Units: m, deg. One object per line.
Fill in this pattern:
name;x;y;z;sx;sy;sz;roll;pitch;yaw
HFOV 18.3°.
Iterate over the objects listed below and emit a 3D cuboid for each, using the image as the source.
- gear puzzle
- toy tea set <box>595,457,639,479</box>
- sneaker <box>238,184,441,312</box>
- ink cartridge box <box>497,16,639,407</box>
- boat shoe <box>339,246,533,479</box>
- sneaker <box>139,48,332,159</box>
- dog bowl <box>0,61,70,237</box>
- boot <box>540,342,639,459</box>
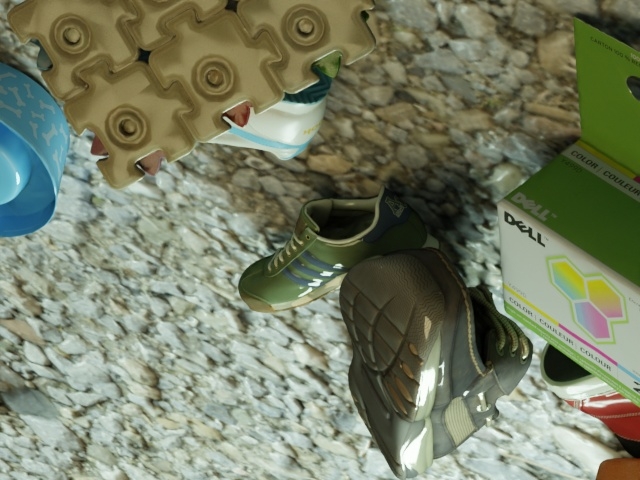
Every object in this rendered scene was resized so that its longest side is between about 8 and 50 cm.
gear puzzle;-0.055;-0.182;1.440;0.339;0.044;0.175;-27;102;20
toy tea set;0.375;0.266;1.698;0.336;0.124;0.200;1;165;25
sneaker;0.000;0.000;1.672;0.192;0.064;0.086;-14;129;30
ink cartridge box;0.226;-0.011;1.462;0.189;0.097;0.255;36;151;34
boat shoe;0.098;0.084;1.650;0.132;0.130;0.355;60;168;19
sneaker;-0.107;-0.128;1.558;0.229;0.087;0.092;21;143;5
dog bowl;-0.348;-0.084;1.739;0.297;0.074;0.166;-1;136;28
boot;0.328;0.114;1.635;0.244;0.088;0.176;-17;137;36
